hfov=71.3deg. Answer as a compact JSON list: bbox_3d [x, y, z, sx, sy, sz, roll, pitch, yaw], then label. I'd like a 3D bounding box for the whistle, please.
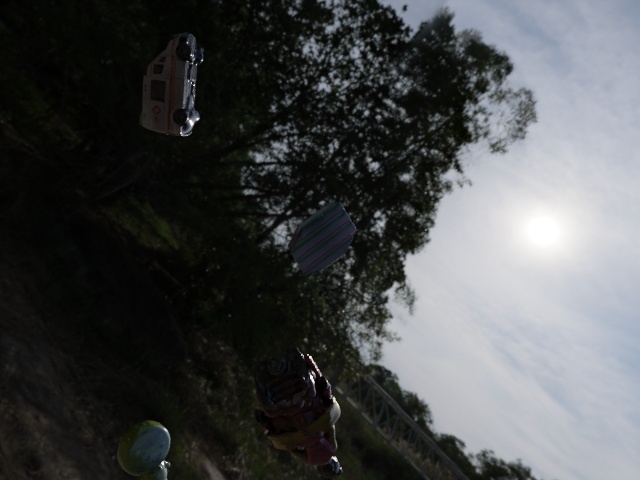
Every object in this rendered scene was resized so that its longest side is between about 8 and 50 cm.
[{"bbox_3d":[-0.357,0.470,0.937,0.057,0.104,0.198,7,-64,42],"label":"whistle"}]

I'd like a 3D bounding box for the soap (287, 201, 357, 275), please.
[{"bbox_3d":[0.000,0.000,0.920,0.100,0.149,0.056,56,-12,-15],"label":"soap"}]

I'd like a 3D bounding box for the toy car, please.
[{"bbox_3d":[-0.313,-0.327,0.935,0.108,0.209,0.089,10,16,1],"label":"toy car"}]

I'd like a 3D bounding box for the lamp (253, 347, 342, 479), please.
[{"bbox_3d":[-0.023,0.282,0.704,0.118,0.118,0.253,32,-27,46],"label":"lamp"}]
